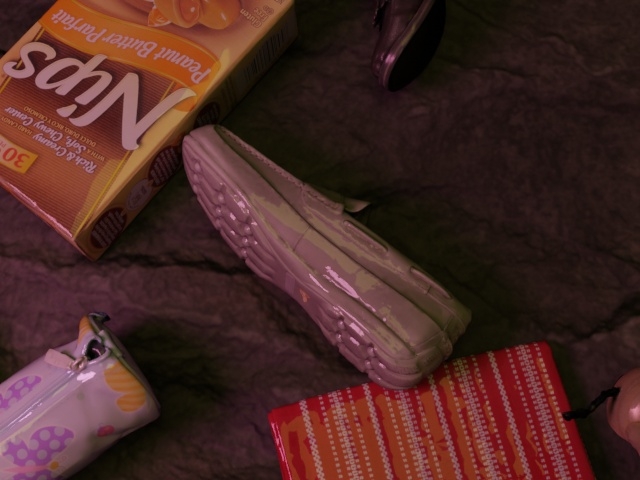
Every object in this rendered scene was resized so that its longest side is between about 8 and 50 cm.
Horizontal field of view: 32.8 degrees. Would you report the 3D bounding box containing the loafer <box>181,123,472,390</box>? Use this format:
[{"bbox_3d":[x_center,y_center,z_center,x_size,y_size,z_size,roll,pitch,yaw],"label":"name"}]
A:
[{"bbox_3d":[0.000,0.000,1.008,0.319,0.112,0.111,44,66,12],"label":"loafer"}]

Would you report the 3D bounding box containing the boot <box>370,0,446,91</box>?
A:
[{"bbox_3d":[0.025,-0.288,1.109,0.229,0.091,0.263,17,70,12],"label":"boot"}]

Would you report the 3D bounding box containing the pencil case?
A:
[{"bbox_3d":[-0.270,0.183,0.947,0.273,0.124,0.113,-38,84,-8],"label":"pencil case"}]

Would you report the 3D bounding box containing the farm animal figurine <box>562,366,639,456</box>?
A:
[{"bbox_3d":[0.350,0.239,0.867,0.327,0.172,0.330,-6,111,0],"label":"farm animal figurine"}]

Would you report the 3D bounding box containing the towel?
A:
[{"bbox_3d":[0.102,0.213,0.974,0.275,0.031,0.198,-14,71,-4],"label":"towel"}]

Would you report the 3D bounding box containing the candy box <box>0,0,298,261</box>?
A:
[{"bbox_3d":[-0.191,-0.159,1.065,0.183,0.087,0.316,38,78,12],"label":"candy box"}]
